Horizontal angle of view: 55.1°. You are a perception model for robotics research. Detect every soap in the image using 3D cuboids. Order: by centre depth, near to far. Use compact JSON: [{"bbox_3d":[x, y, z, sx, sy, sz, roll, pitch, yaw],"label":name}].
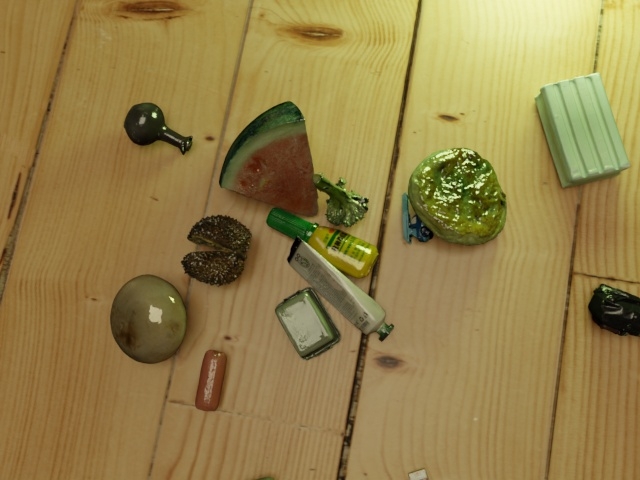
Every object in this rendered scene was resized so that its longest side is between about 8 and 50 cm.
[{"bbox_3d":[0.679,-0.286,1.603,0.160,0.087,0.265,-14,80,2],"label":"soap"}]

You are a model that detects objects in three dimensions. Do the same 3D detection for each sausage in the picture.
[{"bbox_3d":[-0.280,0.357,1.571,0.062,0.062,0.154,8,81,5],"label":"sausage"}]

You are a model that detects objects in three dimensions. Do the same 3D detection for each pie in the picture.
[{"bbox_3d":[0.357,-0.113,1.572,0.277,0.078,0.277,5,66,-11],"label":"pie"}]

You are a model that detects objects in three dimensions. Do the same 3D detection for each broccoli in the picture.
[{"bbox_3d":[0.038,-0.115,1.565,0.118,0.204,0.122,29,83,39],"label":"broccoli"}]

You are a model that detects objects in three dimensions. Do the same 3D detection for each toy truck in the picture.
[{"bbox_3d":[0.255,-0.061,1.611,0.074,0.063,0.136,-4,75,19],"label":"toy truck"}]

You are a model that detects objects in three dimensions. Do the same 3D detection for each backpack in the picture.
[{"bbox_3d":[0.751,0.186,1.511,0.165,0.120,0.105,24,104,7],"label":"backpack"}]

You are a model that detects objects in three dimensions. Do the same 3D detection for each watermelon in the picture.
[{"bbox_3d":[-0.117,-0.197,1.562,0.283,0.250,0.292,-46,77,1],"label":"watermelon"}]

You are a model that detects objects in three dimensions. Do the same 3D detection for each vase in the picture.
[{"bbox_3d":[-0.437,-0.296,1.670,0.183,0.120,0.120,27,83,-6],"label":"vase"}]

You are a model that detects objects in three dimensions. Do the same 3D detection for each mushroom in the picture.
[{"bbox_3d":[-0.427,0.199,1.561,0.226,0.178,0.226,-5,82,36],"label":"mushroom"}]

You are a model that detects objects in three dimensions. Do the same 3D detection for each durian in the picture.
[{"bbox_3d":[-0.257,0.026,1.567,0.196,0.167,0.196,2,93,37],"label":"durian"}]

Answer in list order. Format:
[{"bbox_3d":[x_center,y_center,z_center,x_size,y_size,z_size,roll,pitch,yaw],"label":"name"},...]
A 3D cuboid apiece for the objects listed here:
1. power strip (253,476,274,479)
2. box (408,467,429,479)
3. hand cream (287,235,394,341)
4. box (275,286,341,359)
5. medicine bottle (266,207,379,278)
[{"bbox_3d":[-0.112,0.780,1.490,0.091,0.062,0.385,-15,79,1],"label":"power strip"},{"bbox_3d":[0.252,0.612,1.520,0.046,0.012,0.083,-19,81,2],"label":"box"},{"bbox_3d":[0.047,0.128,1.571,0.336,0.121,0.076,41,51,6],"label":"hand cream"},{"bbox_3d":[-0.038,0.212,1.560,0.124,0.093,0.172,-32,80,3],"label":"box"},{"bbox_3d":[0.000,0.000,1.603,0.309,0.076,0.111,25,46,12],"label":"medicine bottle"}]
